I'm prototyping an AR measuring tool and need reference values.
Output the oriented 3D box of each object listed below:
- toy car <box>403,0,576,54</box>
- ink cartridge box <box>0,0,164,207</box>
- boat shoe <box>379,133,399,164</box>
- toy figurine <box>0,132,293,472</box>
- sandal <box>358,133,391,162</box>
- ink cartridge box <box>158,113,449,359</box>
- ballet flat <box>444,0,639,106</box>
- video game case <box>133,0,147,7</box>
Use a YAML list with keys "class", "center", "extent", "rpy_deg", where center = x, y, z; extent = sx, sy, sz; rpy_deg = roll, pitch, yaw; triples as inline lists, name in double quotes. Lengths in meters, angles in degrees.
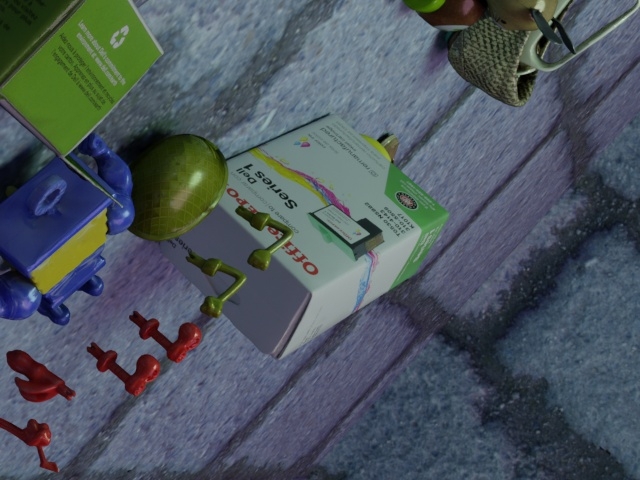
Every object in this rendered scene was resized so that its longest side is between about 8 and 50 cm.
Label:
- class: "toy car"
  center: [0.214, -0.274, 1.579]
  extent: [0.149, 0.188, 0.155]
  rpy_deg: [-53, 163, 18]
- class: "ink cartridge box"
  center: [-0.191, -0.141, 0.853]
  extent: [0.097, 0.189, 0.255]
  rpy_deg: [-48, 166, -4]
- class: "boat shoe"
  center: [0.087, -0.095, 1.942]
  extent: [0.050, 0.045, 0.135]
  rpy_deg: [-34, 160, -40]
- class: "toy figurine"
  center: [-0.194, 0.001, 1.211]
  extent: [0.362, 0.191, 0.217]
  rpy_deg: [-42, 159, -21]
- class: "sandal"
  center: [0.000, 0.000, 1.820]
  extent: [0.317, 0.126, 0.138]
  rpy_deg: [-50, 168, 14]
- class: "ink cartridge box"
  center: [-0.016, -0.012, 1.585]
  extent: [0.278, 0.201, 0.117]
  rpy_deg: [-29, 155, -47]
- class: "ballet flat"
  center: [0.347, -0.368, 1.710]
  extent: [0.482, 0.182, 0.164]
  rpy_deg: [-56, 161, 27]
- class: "video game case"
  center: [-0.166, -0.224, 1.017]
  extent: [0.183, 0.023, 0.201]
  rpy_deg: [-41, 163, -21]
